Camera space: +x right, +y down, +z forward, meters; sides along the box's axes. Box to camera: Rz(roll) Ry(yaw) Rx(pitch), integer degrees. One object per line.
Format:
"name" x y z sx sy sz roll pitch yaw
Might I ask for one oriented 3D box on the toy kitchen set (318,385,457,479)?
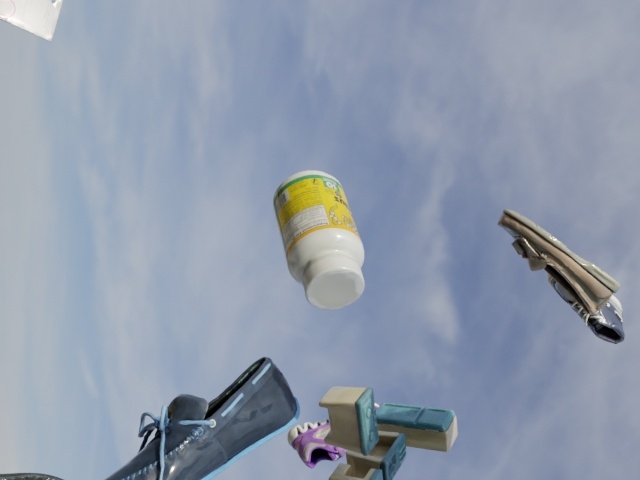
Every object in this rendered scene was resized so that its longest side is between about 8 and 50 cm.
"toy kitchen set" 0.102 0.250 1.178 0.122 0.207 0.166 2 -70 26

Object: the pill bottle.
"pill bottle" 0.000 0.000 1.257 0.208 0.117 0.118 -106 -153 -46

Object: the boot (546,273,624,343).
"boot" 0.513 0.123 1.598 0.069 0.190 0.086 -44 -153 38

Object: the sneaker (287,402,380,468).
"sneaker" 0.044 0.460 1.951 0.105 0.236 0.095 -113 180 -49

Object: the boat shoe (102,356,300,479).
"boat shoe" -0.137 0.200 0.871 0.109 0.258 0.089 -18 -86 40

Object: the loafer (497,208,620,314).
"loafer" 0.208 0.020 0.748 0.039 0.125 0.045 -56 -179 5

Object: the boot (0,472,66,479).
"boot" -0.495 0.373 1.287 0.207 0.246 0.094 9 -95 66

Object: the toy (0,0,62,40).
"toy" -0.470 -0.375 1.136 0.056 0.237 0.137 -6 -112 52
